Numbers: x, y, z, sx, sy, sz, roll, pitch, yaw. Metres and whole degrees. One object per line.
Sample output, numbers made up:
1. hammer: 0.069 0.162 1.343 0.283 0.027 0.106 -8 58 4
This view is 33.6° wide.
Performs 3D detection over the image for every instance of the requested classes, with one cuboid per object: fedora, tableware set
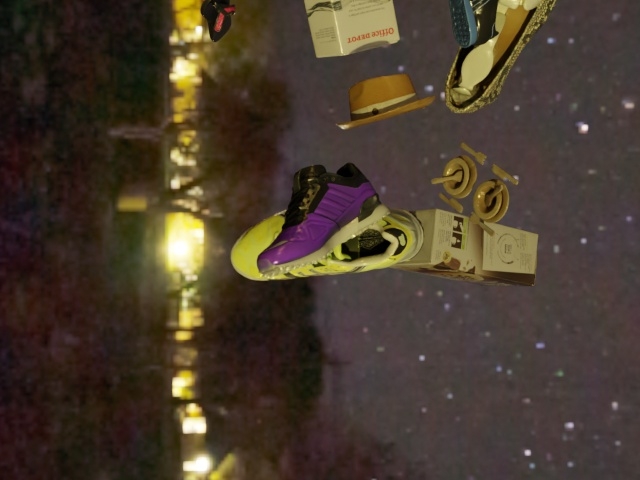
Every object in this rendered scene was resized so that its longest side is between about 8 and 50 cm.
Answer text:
1. fedora: 0.115 -0.264 1.965 0.194 0.194 0.079 -160 -126 -83
2. tableware set: 0.298 -0.105 2.088 0.194 0.039 0.128 44 -60 48

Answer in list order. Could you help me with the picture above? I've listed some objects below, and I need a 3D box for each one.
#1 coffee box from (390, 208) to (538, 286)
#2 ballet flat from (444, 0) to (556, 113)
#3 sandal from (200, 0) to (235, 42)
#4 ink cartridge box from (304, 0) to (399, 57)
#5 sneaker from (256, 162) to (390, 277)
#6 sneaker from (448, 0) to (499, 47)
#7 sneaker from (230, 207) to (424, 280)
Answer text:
1. coffee box: 0.297 0.020 2.245 0.168 0.297 0.119 -5 -103 56
2. ballet flat: 0.395 -0.476 2.296 0.182 0.164 0.483 -47 163 -55
3. sandal: -0.176 -0.402 1.907 0.040 0.067 0.179 43 -10 10
4. ink cartridge box: 0.057 -0.519 2.240 0.100 0.172 0.237 5 -69 52
5. sneaker: -0.019 -0.047 1.795 0.102 0.293 0.146 -19 -80 49
6. sneaker: 0.312 -0.512 2.152 0.081 0.090 0.232 27 -50 53
7. sneaker: 0.000 0.000 2.043 0.147 0.385 0.145 -15 94 -74
